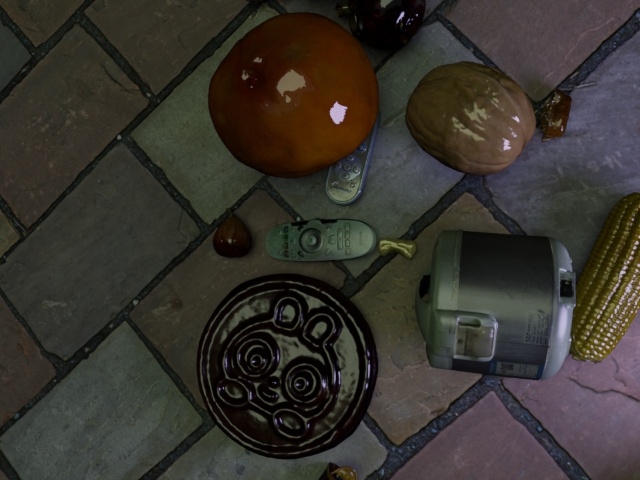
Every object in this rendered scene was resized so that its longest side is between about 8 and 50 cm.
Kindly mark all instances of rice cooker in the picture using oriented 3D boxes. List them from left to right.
[{"bbox_3d":[0.319,0.122,1.166,0.276,0.288,0.289,4,86,11],"label":"rice cooker"}]

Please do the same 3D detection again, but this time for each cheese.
[{"bbox_3d":[0.165,0.018,1.331,0.083,0.030,0.044,4,80,7],"label":"cheese"}]

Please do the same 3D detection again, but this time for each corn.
[{"bbox_3d":[0.571,0.077,1.192,0.131,0.131,0.345,24,93,13],"label":"corn"}]

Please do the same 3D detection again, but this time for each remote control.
[{"bbox_3d":[-0.001,0.000,1.362,0.256,0.045,0.098,0,84,15],"label":"remote control"},{"bbox_3d":[0.072,-0.196,1.361,0.087,0.047,0.244,14,89,16],"label":"remote control"}]

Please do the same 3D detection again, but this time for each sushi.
[{"bbox_3d":[0.483,-0.258,1.276,0.060,0.061,0.118,12,68,21],"label":"sushi"}]

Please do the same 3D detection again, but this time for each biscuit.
[{"bbox_3d":[-0.079,0.271,1.333,0.407,0.091,0.408,-1,84,12],"label":"biscuit"}]

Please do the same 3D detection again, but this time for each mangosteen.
[{"bbox_3d":[0.137,-0.502,1.317,0.172,0.172,0.184,-34,60,7],"label":"mangosteen"}]

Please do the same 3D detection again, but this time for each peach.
[{"bbox_3d":[-0.056,-0.293,1.242,0.342,0.301,0.343,-7,77,33],"label":"peach"}]

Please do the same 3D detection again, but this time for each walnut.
[{"bbox_3d":[0.297,-0.247,1.236,0.261,0.225,0.225,40,94,25],"label":"walnut"}]

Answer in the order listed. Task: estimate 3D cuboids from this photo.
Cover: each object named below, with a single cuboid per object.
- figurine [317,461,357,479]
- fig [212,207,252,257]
[{"bbox_3d":[0.016,0.535,1.287,0.082,0.098,0.154,36,96,16],"label":"figurine"},{"bbox_3d":[-0.198,-0.024,1.393,0.088,0.089,0.125,-5,66,12],"label":"fig"}]
